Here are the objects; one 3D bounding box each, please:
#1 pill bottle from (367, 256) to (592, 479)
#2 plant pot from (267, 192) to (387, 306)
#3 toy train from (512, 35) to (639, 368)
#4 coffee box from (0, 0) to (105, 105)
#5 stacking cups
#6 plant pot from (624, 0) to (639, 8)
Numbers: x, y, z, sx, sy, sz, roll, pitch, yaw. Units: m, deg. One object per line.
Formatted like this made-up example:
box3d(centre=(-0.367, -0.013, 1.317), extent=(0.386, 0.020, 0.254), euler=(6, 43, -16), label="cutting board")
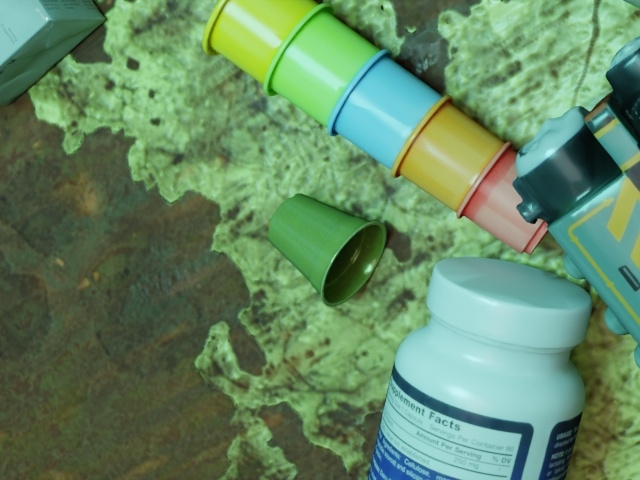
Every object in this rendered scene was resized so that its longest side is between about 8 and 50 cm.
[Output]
box3d(centre=(0.123, 0.155, 1.012), extent=(0.153, 0.153, 0.264), euler=(17, 106, 18), label="pill bottle")
box3d(centre=(0.000, 0.000, 1.080), extent=(0.079, 0.083, 0.083), euler=(35, 111, 26), label="plant pot")
box3d(centre=(0.287, 0.018, 0.913), extent=(0.190, 0.142, 0.334), euler=(-38, 91, 21), label="toy train")
box3d(centre=(-0.326, -0.257, 1.143), extent=(0.141, 0.098, 0.246), euler=(-35, 86, 24), label="coffee box")
box3d(centre=(0.054, -0.098, 1.034), extent=(0.316, 0.096, 0.096), euler=(38, 111, 7), label="stacking cups")
box3d(centre=(0.223, -0.263, 0.833), extent=(0.274, 0.256, 0.256), euler=(18, 106, 17), label="plant pot")
